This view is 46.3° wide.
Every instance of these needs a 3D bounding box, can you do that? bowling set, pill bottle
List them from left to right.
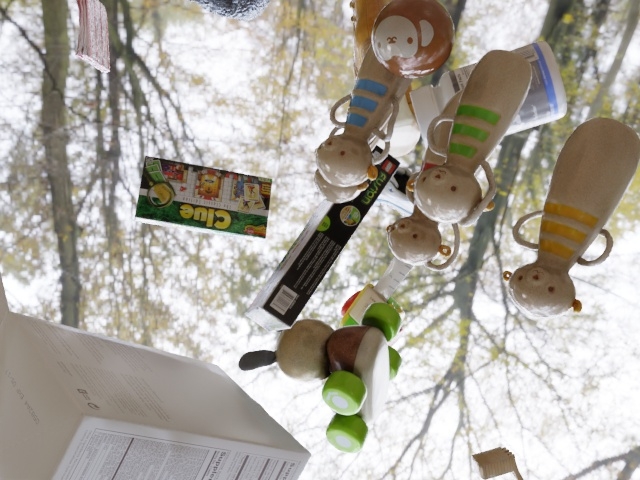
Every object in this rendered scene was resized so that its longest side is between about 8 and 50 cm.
[{"bbox_3d":[0.065,-0.071,0.555,0.287,0.154,0.200,22,175,42],"label":"bowling set"},{"bbox_3d":[0.162,-0.137,0.731,0.137,0.078,0.078,-17,-145,12],"label":"pill bottle"}]

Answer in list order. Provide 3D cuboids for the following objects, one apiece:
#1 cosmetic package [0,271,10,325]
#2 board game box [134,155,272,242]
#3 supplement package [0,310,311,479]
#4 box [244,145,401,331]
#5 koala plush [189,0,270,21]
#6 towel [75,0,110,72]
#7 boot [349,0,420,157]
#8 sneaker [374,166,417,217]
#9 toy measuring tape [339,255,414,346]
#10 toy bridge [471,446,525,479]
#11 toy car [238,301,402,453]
[{"bbox_3d":[-0.586,0.166,1.139,0.197,0.155,0.365,7,-141,-43],"label":"cosmetic package"},{"bbox_3d":[-0.229,-0.082,1.490,0.260,0.030,0.136,9,-109,-13],"label":"board game box"},{"bbox_3d":[-0.194,0.223,0.724,0.263,0.198,0.199,25,-177,-43],"label":"supplement package"},{"bbox_3d":[0.000,0.000,0.792,0.036,0.114,0.207,36,-105,-7],"label":"box"},{"bbox_3d":[-0.085,-0.407,0.966,0.221,0.203,0.196,-14,-143,42],"label":"koala plush"},{"bbox_3d":[-0.481,-0.440,1.577,0.029,0.144,0.197,-1,-176,-3],"label":"towel"},{"bbox_3d":[0.103,-0.279,1.222,0.104,0.295,0.211,-5,-111,5],"label":"boot"},{"bbox_3d":[0.096,-0.090,1.129,0.191,0.083,0.071,16,-115,24],"label":"sneaker"},{"bbox_3d":[0.125,0.100,1.335,0.121,0.330,0.121,24,-150,-15],"label":"toy measuring tape"},{"bbox_3d":[0.186,0.279,0.686,0.063,0.188,0.026,-14,-171,-10],"label":"toy bridge"},{"bbox_3d":[-0.006,0.158,0.973,0.188,0.149,0.155,13,-139,21],"label":"toy car"}]
